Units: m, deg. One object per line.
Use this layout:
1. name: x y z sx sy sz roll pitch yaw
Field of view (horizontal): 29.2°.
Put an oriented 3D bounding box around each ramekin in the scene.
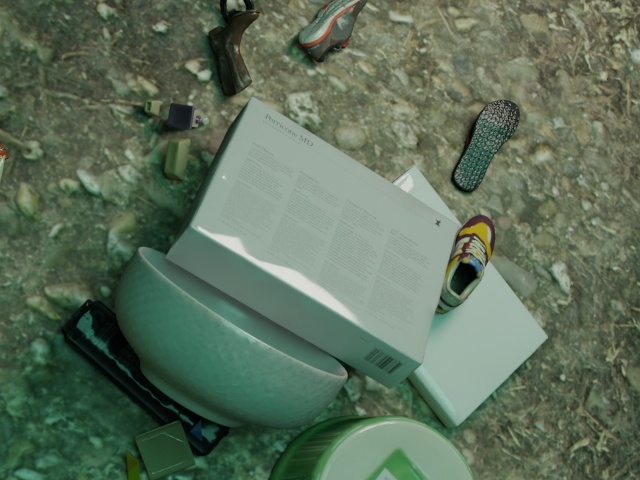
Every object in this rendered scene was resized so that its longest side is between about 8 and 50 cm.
1. ramekin: 0.083 0.393 1.762 0.303 0.148 0.303 6 73 -21

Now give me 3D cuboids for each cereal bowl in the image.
1. cereal bowl: -0.138 0.152 1.658 0.339 0.339 0.141 30 93 -12

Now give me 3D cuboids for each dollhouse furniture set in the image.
1. dollhouse furniture set: -0.217 -0.150 1.866 0.081 0.091 0.114 1 99 -63

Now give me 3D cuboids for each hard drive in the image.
1. hard drive: 0.174 0.086 1.943 0.233 0.047 0.353 -39 92 -27

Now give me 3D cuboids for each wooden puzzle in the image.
1. wooden puzzle: -0.218 0.293 1.717 0.116 0.014 0.078 -13 103 -9

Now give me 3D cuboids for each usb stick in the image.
1. usb stick: -0.243 0.195 1.740 0.278 0.045 0.077 42 71 -7

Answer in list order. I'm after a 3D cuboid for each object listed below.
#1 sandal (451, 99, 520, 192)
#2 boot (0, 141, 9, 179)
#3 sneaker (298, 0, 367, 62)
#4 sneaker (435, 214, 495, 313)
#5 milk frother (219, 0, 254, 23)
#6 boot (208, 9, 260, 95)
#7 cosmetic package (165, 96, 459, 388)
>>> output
1. sandal: 0.271 -0.161 2.062 0.067 0.040 0.179 33 80 -6
2. boot: -0.479 -0.144 1.731 0.085 0.059 0.158 9 81 -24
3. sneaker: 0.027 -0.347 2.007 0.158 0.061 0.065 -45 122 -25
4. sneaker: 0.234 0.032 1.910 0.069 0.084 0.185 34 65 -11
5. milk frother: -0.109 -0.426 1.950 0.135 0.129 0.143 -22 128 -26
6. boot: -0.120 -0.287 1.897 0.037 0.106 0.114 0 71 -50
7. cosmetic package: 0.000 0.000 1.772 0.377 0.097 0.284 32 48 -11
